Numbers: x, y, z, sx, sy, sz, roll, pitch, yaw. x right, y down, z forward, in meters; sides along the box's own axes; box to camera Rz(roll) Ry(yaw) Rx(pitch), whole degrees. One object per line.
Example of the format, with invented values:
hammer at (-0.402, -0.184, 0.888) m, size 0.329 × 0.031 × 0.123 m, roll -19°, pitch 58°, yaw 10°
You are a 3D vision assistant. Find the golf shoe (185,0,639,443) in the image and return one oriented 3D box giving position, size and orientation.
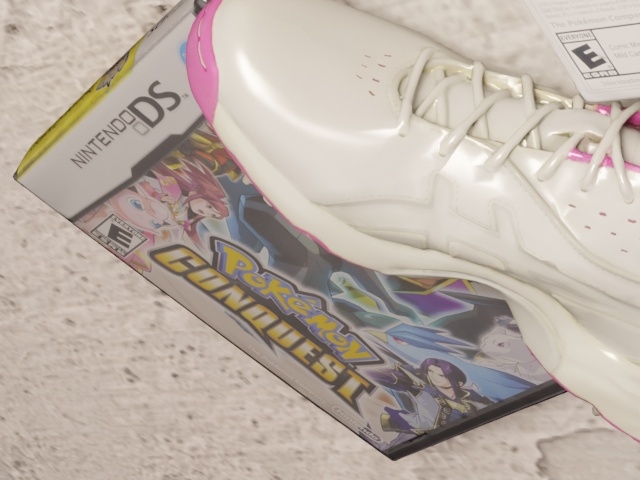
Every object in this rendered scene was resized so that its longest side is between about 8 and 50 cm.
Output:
golf shoe at (0.092, -0.030, 0.816) m, size 0.306 × 0.115 × 0.140 m, roll 30°, pitch 141°, yaw -15°

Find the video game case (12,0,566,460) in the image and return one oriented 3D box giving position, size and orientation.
video game case at (0.000, 0.000, 0.992) m, size 0.275 × 0.035 × 0.248 m, roll 38°, pitch 148°, yaw -13°

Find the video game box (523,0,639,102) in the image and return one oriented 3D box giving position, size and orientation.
video game box at (0.139, -0.134, 0.667) m, size 0.205 × 0.048 × 0.187 m, roll -3°, pitch 138°, yaw 42°
